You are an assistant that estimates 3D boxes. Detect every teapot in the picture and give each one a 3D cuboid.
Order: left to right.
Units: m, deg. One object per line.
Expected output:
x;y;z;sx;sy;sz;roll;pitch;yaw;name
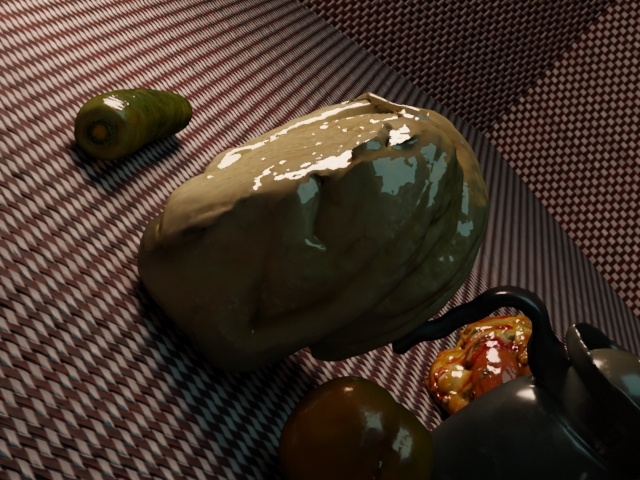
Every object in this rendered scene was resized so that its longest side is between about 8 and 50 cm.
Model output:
0.237;0.183;1.662;0.305;0.285;0.223;50;15;19;teapot

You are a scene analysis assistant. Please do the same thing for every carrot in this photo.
-0.203;-0.142;1.835;0.074;0.074;0.358;44;13;1;carrot

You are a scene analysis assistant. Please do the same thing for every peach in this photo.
0.032;0.191;1.397;0.138;0.138;0.138;41;14;-13;peach

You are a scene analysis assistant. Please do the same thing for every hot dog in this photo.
0.219;0.176;1.952;0.153;0.150;0.256;50;12;-18;hot dog

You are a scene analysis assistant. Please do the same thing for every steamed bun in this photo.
0.005;-0.002;1.599;0.372;0.325;0.230;-61;138;-69;steamed bun
